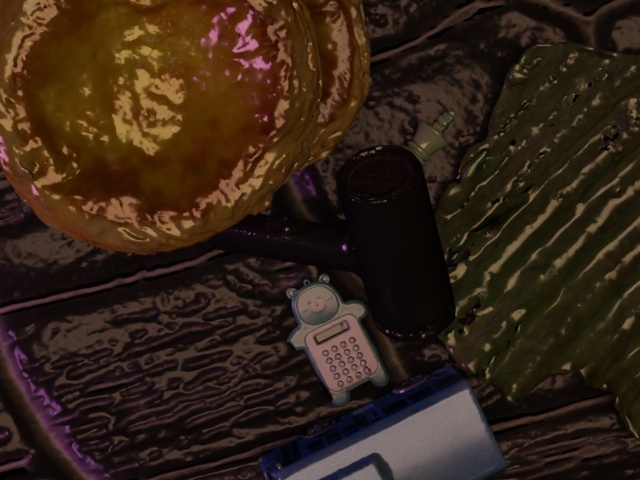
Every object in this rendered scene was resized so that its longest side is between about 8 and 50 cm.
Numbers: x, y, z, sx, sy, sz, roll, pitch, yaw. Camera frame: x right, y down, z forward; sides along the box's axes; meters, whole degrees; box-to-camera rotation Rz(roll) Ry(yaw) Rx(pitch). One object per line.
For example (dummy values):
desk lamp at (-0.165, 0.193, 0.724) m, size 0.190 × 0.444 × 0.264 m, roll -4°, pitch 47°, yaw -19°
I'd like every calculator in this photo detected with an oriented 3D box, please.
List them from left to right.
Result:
calculator at (0.015, 0.103, 1.573) m, size 0.094 × 0.019 × 0.141 m, roll -27°, pitch 97°, yaw 0°

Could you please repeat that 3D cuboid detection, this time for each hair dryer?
hair dryer at (0.000, 0.000, 1.492) m, size 0.251 × 0.089 × 0.197 m, roll 5°, pitch 136°, yaw 22°

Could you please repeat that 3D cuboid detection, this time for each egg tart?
egg tart at (-0.152, -0.144, 1.374) m, size 0.319 × 0.128 × 0.319 m, roll 0°, pitch 99°, yaw -2°
egg tart at (-0.092, -0.194, 1.489) m, size 0.295 × 0.116 × 0.294 m, roll 0°, pitch 98°, yaw -1°

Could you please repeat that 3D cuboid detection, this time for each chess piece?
chess piece at (0.091, -0.079, 1.551) m, size 0.059 × 0.059 × 0.149 m, roll 44°, pitch 83°, yaw -7°

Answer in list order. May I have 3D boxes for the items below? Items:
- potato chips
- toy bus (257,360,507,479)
potato chips at (0.310, -0.002, 1.554) m, size 0.373 × 0.097 × 0.389 m, roll 18°, pitch 98°, yaw -9°
toy bus at (0.061, 0.227, 1.530) m, size 0.234 × 0.133 × 0.116 m, roll -26°, pitch 97°, yaw -3°
